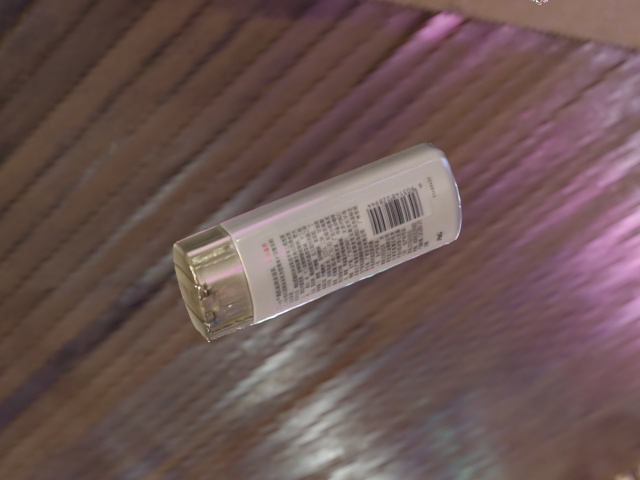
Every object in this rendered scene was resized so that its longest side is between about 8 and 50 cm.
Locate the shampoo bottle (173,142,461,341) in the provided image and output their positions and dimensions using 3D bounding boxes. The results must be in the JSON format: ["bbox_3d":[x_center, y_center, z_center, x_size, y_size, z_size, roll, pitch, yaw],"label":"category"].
[{"bbox_3d":[0.000,0.000,1.269,0.227,0.056,0.086,-23,119,-17],"label":"shampoo bottle"}]

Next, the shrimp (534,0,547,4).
[{"bbox_3d":[0.149,-0.238,0.953,0.294,0.062,0.154,-54,148,-53],"label":"shrimp"}]
